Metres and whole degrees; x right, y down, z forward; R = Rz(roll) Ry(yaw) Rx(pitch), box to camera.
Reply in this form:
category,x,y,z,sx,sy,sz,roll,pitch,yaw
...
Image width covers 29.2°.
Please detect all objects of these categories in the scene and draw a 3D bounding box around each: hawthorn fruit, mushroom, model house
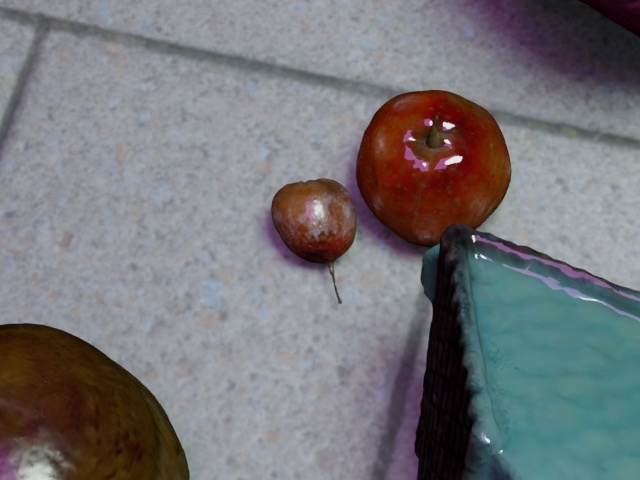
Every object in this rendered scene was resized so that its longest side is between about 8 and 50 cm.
category,x,y,z,sx,sy,sz,roll,pitch,yaw
hawthorn fruit,0.083,-0.058,0.960,0.125,0.140,0.125,5,101,26
hawthorn fruit,0.000,0.000,0.978,0.066,0.067,0.103,-17,75,1
mushroom,-0.250,0.174,0.873,0.283,0.195,0.263,-18,51,8
model house,0.159,0.138,0.823,0.230,0.281,0.249,-19,50,-21

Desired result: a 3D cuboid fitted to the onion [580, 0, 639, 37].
category,x,y,z,sx,sy,sz,roll,pitch,yaw
onion,0.233,-0.315,0.955,0.420,0.398,0.399,-22,63,45
